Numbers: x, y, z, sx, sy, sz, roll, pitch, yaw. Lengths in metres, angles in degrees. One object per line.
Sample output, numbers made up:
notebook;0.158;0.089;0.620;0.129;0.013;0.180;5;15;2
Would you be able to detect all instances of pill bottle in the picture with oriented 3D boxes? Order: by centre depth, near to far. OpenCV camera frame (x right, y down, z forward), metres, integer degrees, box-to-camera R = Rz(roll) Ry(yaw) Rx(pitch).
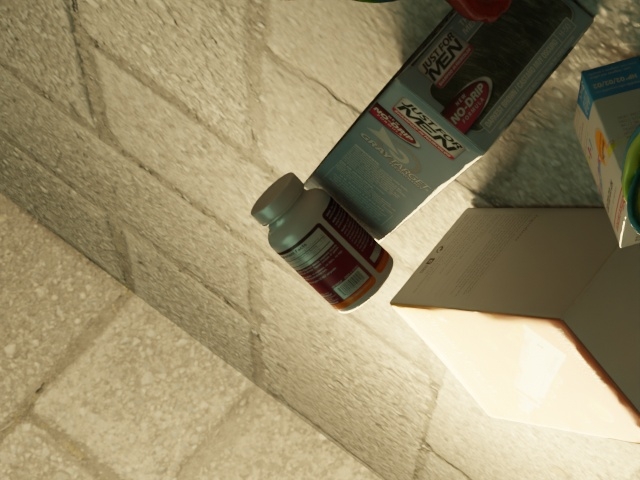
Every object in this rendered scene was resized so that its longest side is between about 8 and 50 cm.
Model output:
pill bottle;0.000;0.000;1.912;0.152;0.086;0.086;45;160;-15

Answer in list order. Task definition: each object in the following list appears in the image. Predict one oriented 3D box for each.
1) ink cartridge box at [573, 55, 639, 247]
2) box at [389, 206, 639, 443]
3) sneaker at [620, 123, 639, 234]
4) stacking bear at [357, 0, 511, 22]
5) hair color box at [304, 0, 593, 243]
ink cartridge box;0.298;-0.067;1.670;0.104;0.062;0.181;82;172;-63
box;0.278;0.092;2.035;0.215;0.168;0.345;48;159;-21
sneaker;0.359;-0.039;1.540;0.127;0.208;0.319;18;152;47
stacking bear;0.028;-0.291;1.657;0.175;0.164;0.289;10;178;-37
hair color box;0.119;-0.135;1.809;0.114;0.185;0.374;40;161;-2
